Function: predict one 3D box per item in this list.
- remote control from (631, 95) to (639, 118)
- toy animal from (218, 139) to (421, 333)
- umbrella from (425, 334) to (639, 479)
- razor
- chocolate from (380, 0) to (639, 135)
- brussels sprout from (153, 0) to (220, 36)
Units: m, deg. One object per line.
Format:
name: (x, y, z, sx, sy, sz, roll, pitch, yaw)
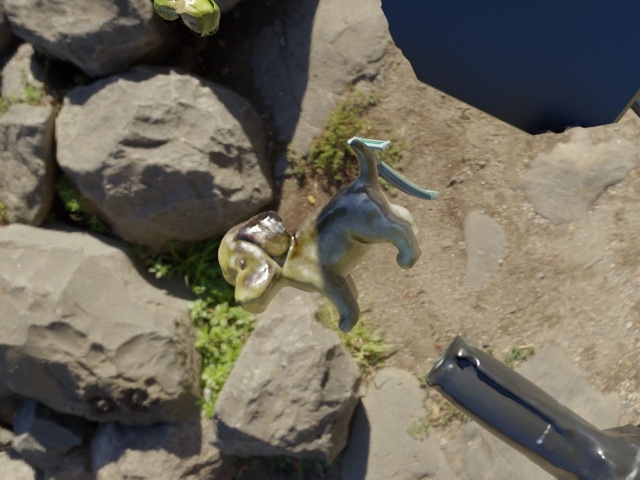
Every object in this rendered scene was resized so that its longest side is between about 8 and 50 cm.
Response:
remote control: (0.494, -0.228, 1.033, 0.063, 0.025, 0.245, -43, 90, 11)
toy animal: (0.002, 0.016, 0.763, 0.233, 0.121, 0.169, -35, 102, 20)
umbrella: (0.202, 0.158, 0.337, 0.340, 0.118, 0.118, 34, 113, 5)
razor: (0.117, -0.095, 0.995, 0.068, 0.191, 0.037, 18, 81, 44)
chocolate: (0.121, -0.160, 0.358, 0.156, 0.133, 0.156, 19, 142, 16)
brussels sprout: (-0.161, -0.274, 0.805, 0.083, 0.051, 0.046, 18, 79, 1)
